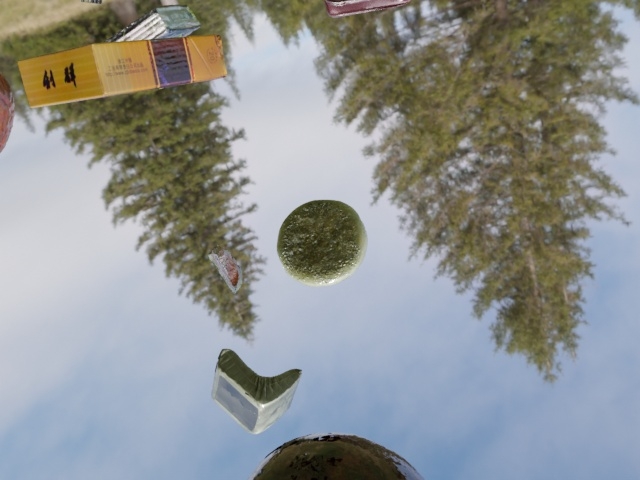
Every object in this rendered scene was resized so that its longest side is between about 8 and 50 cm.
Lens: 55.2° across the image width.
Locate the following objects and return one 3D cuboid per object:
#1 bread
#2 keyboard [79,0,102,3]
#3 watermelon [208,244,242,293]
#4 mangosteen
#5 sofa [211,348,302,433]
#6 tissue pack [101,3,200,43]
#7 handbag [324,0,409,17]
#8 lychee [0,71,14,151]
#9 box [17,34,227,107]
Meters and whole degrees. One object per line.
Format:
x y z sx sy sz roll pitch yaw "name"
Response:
0.000 0.000 1.677 0.267 0.040 0.267 -5 -114 12 "bread"
-0.499 -0.578 1.344 0.049 0.129 0.015 -11 -121 -33 "keyboard"
-0.308 0.076 2.029 0.071 0.139 0.187 -30 -116 -17 "watermelon"
0.028 0.530 1.031 0.381 0.421 0.381 0 -122 0 "mangosteen"
-0.200 0.432 1.842 0.225 0.210 0.176 35 -134 21 "sofa"
-0.398 -0.432 1.343 0.235 0.073 0.173 -25 -164 20 "tissue pack"
0.087 -0.596 1.311 0.203 0.216 0.074 -13 170 -2 "handbag"
-0.577 -0.189 0.881 0.255 0.300 0.255 -26 166 -7 "lychee"
-0.264 -0.237 0.848 0.152 0.070 0.237 1 -159 32 "box"
